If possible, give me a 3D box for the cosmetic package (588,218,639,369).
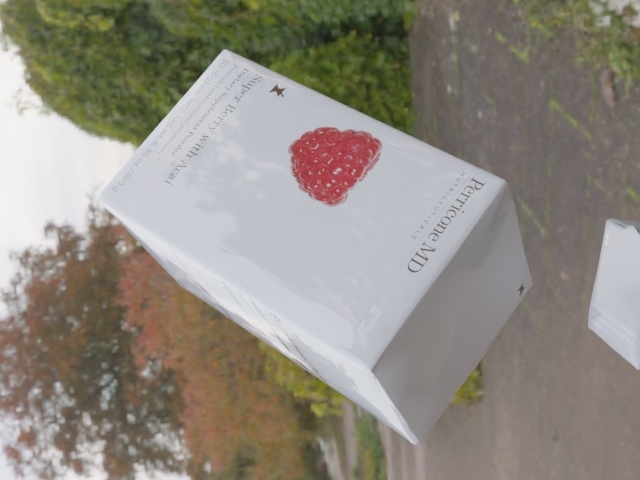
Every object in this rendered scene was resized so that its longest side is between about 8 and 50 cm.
[{"bbox_3d":[0.341,0.051,0.734,0.127,0.238,0.107,-87,2,-81],"label":"cosmetic package"}]

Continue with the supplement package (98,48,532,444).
[{"bbox_3d":[0.000,0.000,0.802,0.293,0.177,0.175,29,164,30],"label":"supplement package"}]
